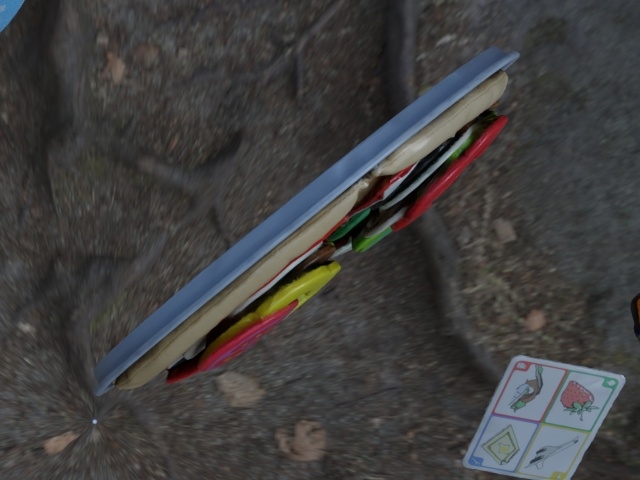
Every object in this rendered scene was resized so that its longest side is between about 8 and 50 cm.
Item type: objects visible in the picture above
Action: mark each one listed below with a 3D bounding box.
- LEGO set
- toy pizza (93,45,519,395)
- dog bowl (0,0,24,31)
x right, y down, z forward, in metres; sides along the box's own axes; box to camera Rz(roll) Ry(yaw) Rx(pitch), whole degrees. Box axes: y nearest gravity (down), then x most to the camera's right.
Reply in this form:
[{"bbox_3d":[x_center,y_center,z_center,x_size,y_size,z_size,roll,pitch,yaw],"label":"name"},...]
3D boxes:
[{"bbox_3d":[0.148,0.120,0.672,0.182,0.244,0.060,11,43,-7],"label":"LEGO set"},{"bbox_3d":[0.000,0.000,0.591,0.201,0.201,0.032,-39,90,-10],"label":"toy pizza"},{"bbox_3d":[-0.188,-0.222,0.823,0.166,0.074,0.297,26,90,33],"label":"dog bowl"}]
